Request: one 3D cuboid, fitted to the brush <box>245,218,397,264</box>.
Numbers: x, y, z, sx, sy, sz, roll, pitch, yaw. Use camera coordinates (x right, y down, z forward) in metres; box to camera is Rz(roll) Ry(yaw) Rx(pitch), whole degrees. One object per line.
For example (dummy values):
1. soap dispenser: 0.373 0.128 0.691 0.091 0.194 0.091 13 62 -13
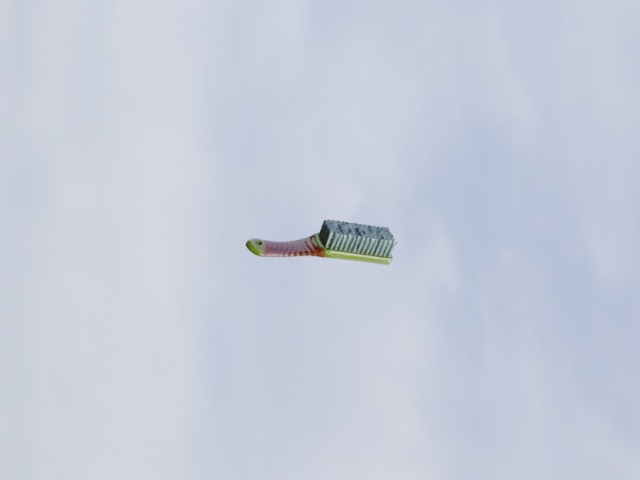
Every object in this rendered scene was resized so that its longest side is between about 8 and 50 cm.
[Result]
1. brush: 0.000 0.000 0.895 0.019 0.083 0.021 -115 -147 -50
